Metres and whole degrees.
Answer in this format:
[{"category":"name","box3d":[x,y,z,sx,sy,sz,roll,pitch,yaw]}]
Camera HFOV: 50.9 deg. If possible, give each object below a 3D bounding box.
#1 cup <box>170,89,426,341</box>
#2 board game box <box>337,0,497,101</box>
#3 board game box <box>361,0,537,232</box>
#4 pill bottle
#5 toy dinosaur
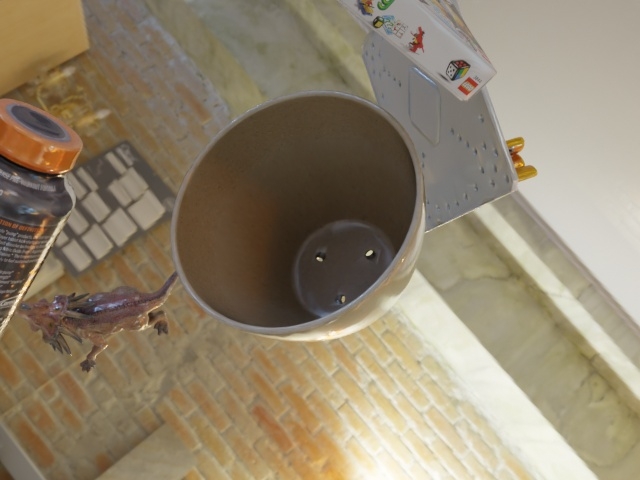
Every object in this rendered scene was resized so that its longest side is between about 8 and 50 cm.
[{"category":"cup","box3d":[0.000,0.000,0.917,0.331,0.331,0.237,39,-6,31]},{"category":"board game box","box3d":[0.050,-0.289,0.713,0.305,0.053,0.193,26,34,-36]},{"category":"board game box","box3d":[0.194,-0.232,1.134,0.390,0.050,0.390,141,-68,-76]},{"category":"pill bottle","box3d":[-0.329,-0.015,0.663,0.130,0.246,0.130,32,15,-10]},{"category":"toy dinosaur","box3d":[-0.372,0.126,1.182,0.200,0.295,0.127,99,-32,-70]}]
